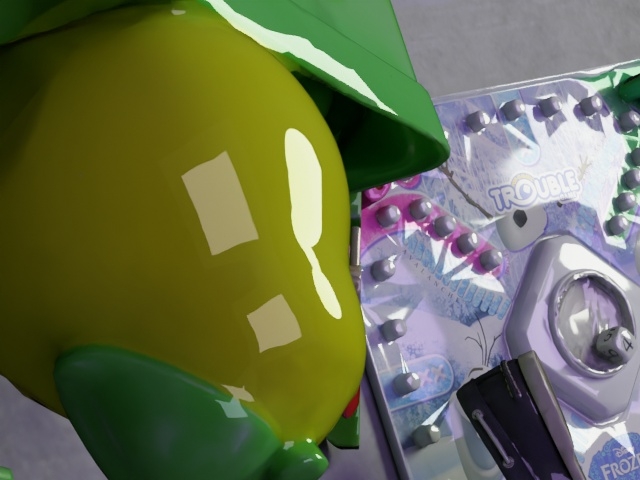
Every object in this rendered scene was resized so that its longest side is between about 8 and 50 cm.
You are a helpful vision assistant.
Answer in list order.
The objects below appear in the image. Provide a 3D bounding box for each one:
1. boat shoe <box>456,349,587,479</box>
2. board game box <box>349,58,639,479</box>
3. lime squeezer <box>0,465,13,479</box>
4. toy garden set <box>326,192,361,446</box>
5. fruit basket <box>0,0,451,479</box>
[{"bbox_3d":[0.150,0.177,0.998,0.075,0.065,0.206,-44,113,-81],"label":"boat shoe"},{"bbox_3d":[0.205,0.062,1.120,0.390,0.050,0.389,-14,84,-34],"label":"board game box"},{"bbox_3d":[-0.259,0.037,0.665,0.310,0.059,0.110,52,10,-19],"label":"lime squeezer"},{"bbox_3d":[0.000,0.000,0.897,0.204,0.049,0.244,81,9,-81],"label":"toy garden set"},{"bbox_3d":[-0.111,-0.048,0.660,0.392,0.283,0.392,27,57,-49],"label":"fruit basket"}]
